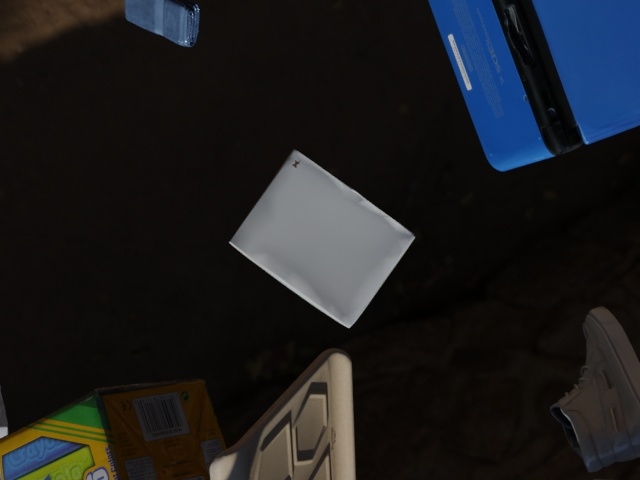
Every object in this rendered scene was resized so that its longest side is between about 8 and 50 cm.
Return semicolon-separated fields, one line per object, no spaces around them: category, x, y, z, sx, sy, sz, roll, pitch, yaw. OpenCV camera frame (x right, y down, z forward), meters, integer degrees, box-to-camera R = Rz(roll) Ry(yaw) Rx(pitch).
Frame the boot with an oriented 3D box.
boot;0.345;0.184;1.514;0.123;0.258;0.095;-22;119;6

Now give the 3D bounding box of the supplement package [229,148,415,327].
supplement package;0.000;0.000;1.596;0.149;0.194;0.203;-54;180;-1

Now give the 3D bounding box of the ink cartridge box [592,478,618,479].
ink cartridge box;0.417;0.502;1.417;0.385;0.160;0.279;58;44;-37

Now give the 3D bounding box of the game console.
game console;0.276;-0.255;1.412;0.173;0.250;0.293;-21;92;-20

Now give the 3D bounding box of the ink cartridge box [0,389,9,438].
ink cartridge box;-0.536;0.164;1.608;0.185;0.311;0.065;-6;132;-21

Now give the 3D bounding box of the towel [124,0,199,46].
towel;-0.221;-0.319;1.672;0.029;0.119;0.067;-38;146;-46

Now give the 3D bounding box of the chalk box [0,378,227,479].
chalk box;-0.251;0.281;1.251;0.289;0.179;0.180;-28;164;29

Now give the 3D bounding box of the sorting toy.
sorting toy;-0.034;0.224;1.106;0.208;0.038;0.193;-36;131;-50
